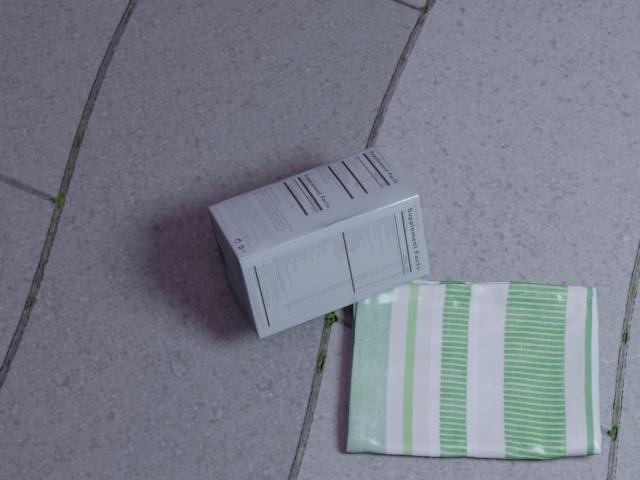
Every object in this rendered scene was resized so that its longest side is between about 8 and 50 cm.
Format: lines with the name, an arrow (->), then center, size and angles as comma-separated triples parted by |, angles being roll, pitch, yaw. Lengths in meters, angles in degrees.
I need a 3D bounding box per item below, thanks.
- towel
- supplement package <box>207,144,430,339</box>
towel -> 0.199, 0.160, 1.793 | 0.325, 0.038, 0.248 | 3, 66, -1
supplement package -> 0.000, 0.000, 1.780 | 0.244, 0.139, 0.134 | -20, 39, -12
